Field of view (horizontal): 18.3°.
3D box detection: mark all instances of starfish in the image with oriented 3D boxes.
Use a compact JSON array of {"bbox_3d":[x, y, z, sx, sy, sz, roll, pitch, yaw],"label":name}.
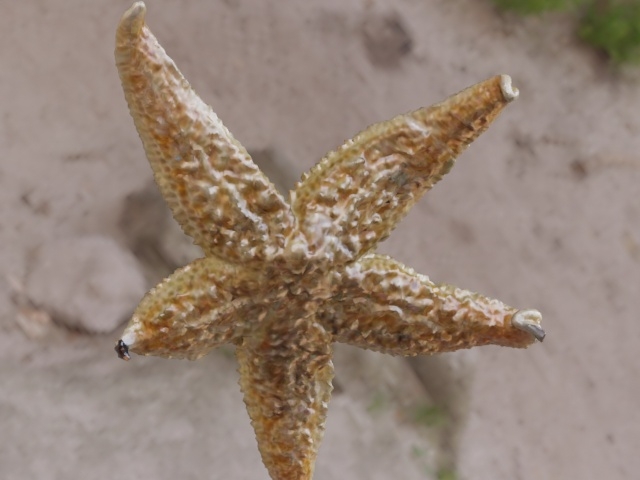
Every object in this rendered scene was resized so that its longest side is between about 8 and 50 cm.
[{"bbox_3d":[0.000,-0.002,0.995,0.048,0.231,0.295,-101,171,-68],"label":"starfish"}]
